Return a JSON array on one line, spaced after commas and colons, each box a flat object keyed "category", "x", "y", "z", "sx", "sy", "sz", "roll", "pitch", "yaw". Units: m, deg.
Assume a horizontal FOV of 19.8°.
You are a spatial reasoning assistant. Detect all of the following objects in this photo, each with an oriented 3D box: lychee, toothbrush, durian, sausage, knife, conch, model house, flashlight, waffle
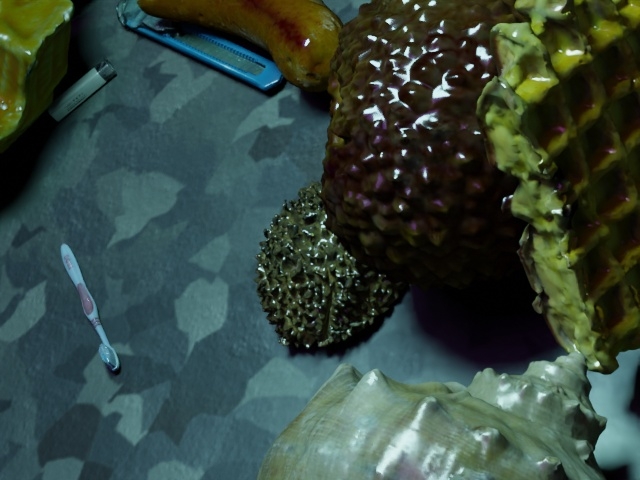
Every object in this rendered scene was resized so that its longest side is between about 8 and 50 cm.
[{"category": "lychee", "x": 0.126, "y": -0.086, "z": 1.474, "sx": 0.267, "sy": 0.267, "sz": 0.268, "roll": -19, "pitch": 50, "yaw": 24}, {"category": "toothbrush", "x": -0.226, "y": 0.061, "z": 1.781, "sx": 0.013, "sy": 0.019, "sz": 0.193, "roll": -38, "pitch": 43, "yaw": 8}, {"category": "durian", "x": 0.000, "y": 0.000, "z": 1.608, "sx": 0.148, "sy": 0.091, "sz": 0.189, "roll": -16, "pitch": 49, "yaw": 26}, {"category": "sausage", "x": -0.065, "y": -0.224, "z": 1.821, "sx": 0.103, "sy": 0.076, "sz": 0.302, "roll": -34, "pitch": 40, "yaw": -26}, {"category": "knife", "x": -0.130, "y": -0.211, "z": 1.905, "sx": 0.044, "sy": 0.026, "sz": 0.296, "roll": -44, "pitch": 42, "yaw": -16}, {"category": "conch", "x": 0.068, "y": 0.184, "z": 1.298, "sx": 0.263, "sy": 0.186, "sz": 0.324, "roll": 30, "pitch": 56, "yaw": 30}, {"category": "model house", "x": -0.370, "y": -0.169, "z": 1.927, "sx": 0.268, "sy": 0.173, "sz": 0.239, "roll": -43, "pitch": 39, "yaw": 26}, {"category": "flashlight", "x": -0.256, "y": -0.161, "z": 1.964, "sx": 0.083, "sy": 0.018, "sz": 0.018, "roll": -39, "pitch": 43, "yaw": 6}, {"category": "waffle", "x": 0.212, "y": -0.059, "z": 1.360, "sx": 0.065, "sy": 0.283, "sz": 0.310, "roll": 4, "pitch": 80, "yaw": 51}]
